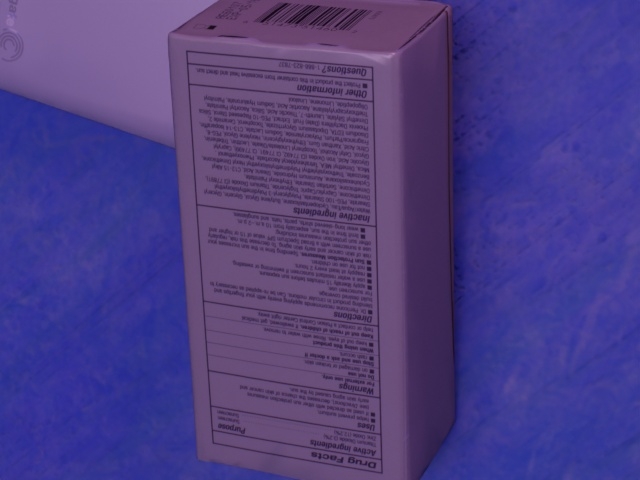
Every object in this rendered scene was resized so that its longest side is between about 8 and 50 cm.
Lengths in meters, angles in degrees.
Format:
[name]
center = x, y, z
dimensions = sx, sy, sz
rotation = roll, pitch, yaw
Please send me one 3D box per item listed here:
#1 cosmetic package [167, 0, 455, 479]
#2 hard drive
[cosmetic package]
center = 0.000, 0.000, 1.226
dimensions = 0.160, 0.113, 0.309
rotation = 8, 116, 20
[hard drive]
center = -0.082, -0.164, 1.305
dimensions = 0.308, 0.040, 0.203
rotation = 19, 106, 17
